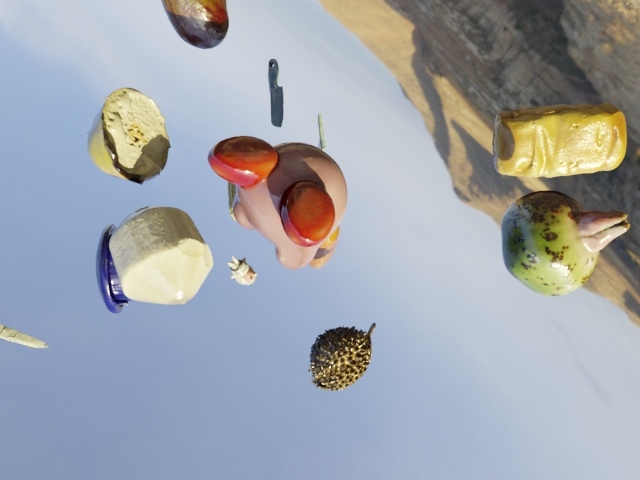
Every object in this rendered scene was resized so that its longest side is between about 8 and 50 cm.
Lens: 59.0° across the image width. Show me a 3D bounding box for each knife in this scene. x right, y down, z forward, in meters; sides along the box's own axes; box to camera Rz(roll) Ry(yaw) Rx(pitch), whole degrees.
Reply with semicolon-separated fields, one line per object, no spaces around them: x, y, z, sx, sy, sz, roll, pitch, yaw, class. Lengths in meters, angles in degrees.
-0.117;-0.393;1.496;0.019;0.045;0.312;51;-155;-46;knife

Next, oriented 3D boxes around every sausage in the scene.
0.000;0.000;1.390;0.098;0.098;0.238;50;163;13;sausage

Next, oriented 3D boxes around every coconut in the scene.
-0.399;0.051;1.441;0.237;0.237;0.265;17;-145;-50;coconut

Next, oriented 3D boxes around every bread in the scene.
0.568;-0.245;1.370;0.132;0.295;0.166;-78;-16;-67;bread

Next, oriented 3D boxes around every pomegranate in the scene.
0.477;-0.007;1.111;0.214;0.248;0.214;14;-115;-32;pomegranate

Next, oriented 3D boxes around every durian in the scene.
0.039;0.230;1.201;0.091;0.188;0.148;52;-179;-24;durian

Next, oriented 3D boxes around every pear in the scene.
-0.544;-0.264;1.527;0.267;0.178;0.266;32;-128;-53;pear

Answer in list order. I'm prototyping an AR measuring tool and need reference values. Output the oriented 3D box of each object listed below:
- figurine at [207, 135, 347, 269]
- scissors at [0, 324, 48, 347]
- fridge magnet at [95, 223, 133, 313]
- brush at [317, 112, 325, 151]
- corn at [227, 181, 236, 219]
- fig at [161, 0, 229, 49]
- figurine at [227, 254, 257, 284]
-0.050;-0.094;1.114;0.270;0.211;0.261;41;163;14;figurine
-0.711;0.197;1.248;0.300;0.022;0.109;54;-147;-60;scissors
-0.598;0.082;1.668;0.113;0.265;0.265;-5;-141;-10;fridge magnet
-0.001;-0.228;1.341;0.205;0.011;0.083;107;155;-82;brush
-0.267;-0.162;1.872;0.081;0.081;0.248;28;-144;-36;corn
-0.305;-0.566;1.265;0.274;0.146;0.170;50;-155;-50;fig
-0.259;0.098;1.935;0.098;0.081;0.146;10;159;3;figurine
